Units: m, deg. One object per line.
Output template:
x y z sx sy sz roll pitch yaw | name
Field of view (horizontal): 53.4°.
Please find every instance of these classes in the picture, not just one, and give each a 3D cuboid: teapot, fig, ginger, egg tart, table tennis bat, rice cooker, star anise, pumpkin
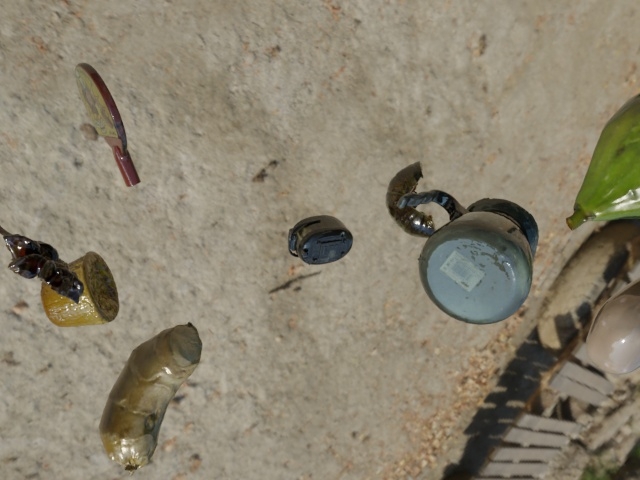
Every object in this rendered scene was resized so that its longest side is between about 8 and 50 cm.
0.322 0.015 1.374 0.285 0.306 0.223 -38 134 -52 | teapot
0.566 -0.153 1.087 0.314 0.233 0.233 -9 131 -2 | fig
-0.207 0.182 0.766 0.190 0.096 0.069 -68 161 -10 | ginger
-0.641 0.137 1.688 0.147 0.202 0.202 -14 135 3 | egg tart
-0.508 -0.277 1.535 0.038 0.200 0.310 -29 115 -27 | table tennis bat
0.000 0.000 1.618 0.165 0.106 0.112 -12 127 -29 | rice cooker
-0.529 0.030 1.165 0.234 0.177 0.073 36 81 -9 | star anise
0.210 -0.087 1.509 0.108 0.183 0.119 -14 177 7 | pumpkin

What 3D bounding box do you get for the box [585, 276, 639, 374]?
0.506 0.130 1.014 0.200 0.088 0.145 -23 133 -29 | box
